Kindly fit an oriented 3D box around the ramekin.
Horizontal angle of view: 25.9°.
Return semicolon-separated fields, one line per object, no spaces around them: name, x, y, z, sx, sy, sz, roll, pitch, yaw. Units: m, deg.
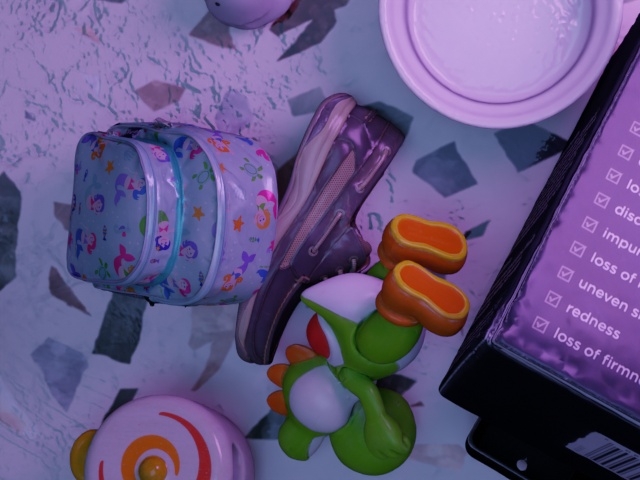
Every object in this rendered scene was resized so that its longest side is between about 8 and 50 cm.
ramekin;0.211;-0.272;1.646;0.277;0.135;0.277;1;97;7

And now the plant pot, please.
plant pot;0.280;0.223;1.657;0.188;0.167;0.187;31;72;4

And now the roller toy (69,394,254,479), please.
roller toy;-0.189;0.287;1.729;0.191;0.146;0.209;-40;71;1

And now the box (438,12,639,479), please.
box;0.455;0.052;1.487;0.480;0.297;0.471;29;73;3

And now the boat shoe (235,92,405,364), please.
boat shoe;0.000;0.000;1.704;0.130;0.132;0.355;23;100;5

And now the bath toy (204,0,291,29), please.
bath toy;-0.098;-0.430;1.672;0.152;0.129;0.348;3;97;7

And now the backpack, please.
backpack;-0.173;-0.030;1.643;0.254;0.191;0.225;10;96;41

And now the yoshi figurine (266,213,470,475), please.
yoshi figurine;0.081;0.155;1.673;0.203;0.204;0.362;53;133;25
